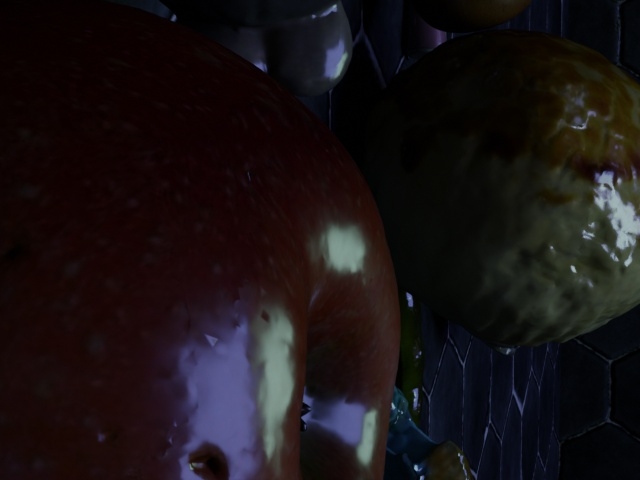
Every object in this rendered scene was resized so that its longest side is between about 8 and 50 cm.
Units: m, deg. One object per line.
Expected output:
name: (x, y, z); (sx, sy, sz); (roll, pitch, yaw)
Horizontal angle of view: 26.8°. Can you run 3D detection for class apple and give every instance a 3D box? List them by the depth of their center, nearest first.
apple: (-0.116, 0.061, 0.595); (0.348, 0.277, 0.348); (2, 90, -72)

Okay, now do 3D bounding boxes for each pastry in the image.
pastry: (0.229, -0.077, 1.518); (0.312, 0.388, 0.388); (-66, 176, 33)

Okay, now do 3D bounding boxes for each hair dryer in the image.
hair dryer: (0.143, -0.281, 1.786); (0.154, 0.054, 0.106); (49, 41, -79)

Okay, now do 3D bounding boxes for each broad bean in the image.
broad bean: (0.108, 0.145, 1.703); (0.065, 0.046, 0.254); (-33, 125, -54)

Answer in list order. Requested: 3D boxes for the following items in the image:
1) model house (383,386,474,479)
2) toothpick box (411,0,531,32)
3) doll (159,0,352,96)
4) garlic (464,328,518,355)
model house: (0.086, 0.272, 1.242); (0.226, 0.241, 0.261); (-53, 150, -15)
toothpick box: (0.143, -0.387, 1.479); (0.192, 0.192, 0.294); (-69, 148, -47)
doll: (-0.087, -0.317, 0.849); (0.382, 0.252, 0.378); (77, -9, -47)
garlic: (0.297, 0.001, 1.974); (0.322, 0.241, 0.322); (12, 90, -83)
